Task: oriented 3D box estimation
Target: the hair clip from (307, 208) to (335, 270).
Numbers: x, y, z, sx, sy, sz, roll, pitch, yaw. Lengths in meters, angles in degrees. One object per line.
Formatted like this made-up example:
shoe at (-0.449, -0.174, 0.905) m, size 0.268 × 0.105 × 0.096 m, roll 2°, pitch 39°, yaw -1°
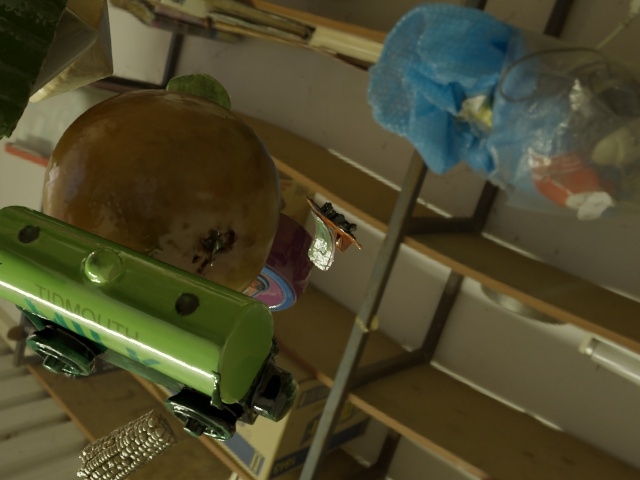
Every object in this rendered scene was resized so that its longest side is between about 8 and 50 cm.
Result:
hair clip at (0.001, -0.001, 1.007) m, size 0.022 × 0.137 × 0.054 m, roll -31°, pitch -118°, yaw -22°

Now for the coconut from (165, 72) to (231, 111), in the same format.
coconut at (-0.168, -0.176, 0.809) m, size 0.096 × 0.087 × 0.088 m, roll -12°, pitch -171°, yaw 15°

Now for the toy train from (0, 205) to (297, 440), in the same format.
toy train at (-0.137, 0.056, 0.452) m, size 0.253 × 0.157 × 0.105 m, roll 20°, pitch -122°, yaw 18°

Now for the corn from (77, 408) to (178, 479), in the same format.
corn at (-0.319, 0.346, 1.029) m, size 0.087 × 0.211 × 0.087 m, roll 47°, pitch -160°, yaw -23°

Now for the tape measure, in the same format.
tape measure at (-0.133, 0.025, 1.179) m, size 0.245 × 0.231 × 0.149 m, roll 33°, pitch -125°, yaw -16°

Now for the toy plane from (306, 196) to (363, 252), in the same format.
toy plane at (0.031, -0.045, 1.334) m, size 0.135 × 0.062 × 0.188 m, roll 41°, pitch 167°, yaw 50°

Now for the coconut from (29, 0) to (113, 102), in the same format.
coconut at (-0.570, -0.432, 1.261) m, size 0.329 × 0.328 × 0.329 m, roll 16°, pitch -165°, yaw -4°

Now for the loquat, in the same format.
loquat at (-0.176, -0.037, 0.691) m, size 0.263 × 0.263 × 0.263 m, roll 16°, pitch -165°, yaw -4°

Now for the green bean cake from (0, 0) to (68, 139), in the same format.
green bean cake at (-0.424, -0.249, 0.719) m, size 0.222 × 0.248 × 0.125 m, roll 23°, pitch 180°, yaw 26°

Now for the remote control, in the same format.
remote control at (-0.517, -0.310, 1.046) m, size 0.109 × 0.055 × 0.313 m, roll 39°, pitch -126°, yaw -11°
